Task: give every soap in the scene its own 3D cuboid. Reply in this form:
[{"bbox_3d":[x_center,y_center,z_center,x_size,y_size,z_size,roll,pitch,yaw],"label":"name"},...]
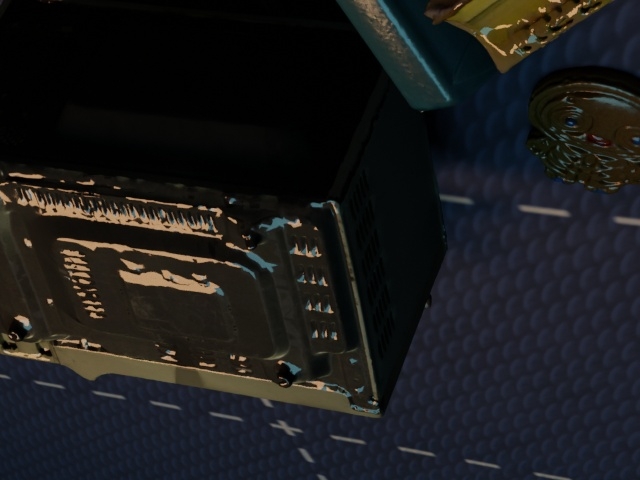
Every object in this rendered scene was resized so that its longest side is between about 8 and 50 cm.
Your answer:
[{"bbox_3d":[0.156,-0.207,1.154,0.076,0.135,0.233,25,155,-17],"label":"soap"}]

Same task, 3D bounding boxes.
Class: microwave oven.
[{"bbox_3d":[-0.107,-0.024,1.515,0.355,0.218,0.286,9,140,19],"label":"microwave oven"}]

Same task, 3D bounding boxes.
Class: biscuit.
[{"bbox_3d":[0.223,-0.082,1.515,0.124,0.026,0.175,16,156,5],"label":"biscuit"}]

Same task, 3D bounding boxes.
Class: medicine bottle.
[{"bbox_3d":[0.052,-0.198,1.301,0.079,0.124,0.258,-3,138,44],"label":"medicine bottle"}]

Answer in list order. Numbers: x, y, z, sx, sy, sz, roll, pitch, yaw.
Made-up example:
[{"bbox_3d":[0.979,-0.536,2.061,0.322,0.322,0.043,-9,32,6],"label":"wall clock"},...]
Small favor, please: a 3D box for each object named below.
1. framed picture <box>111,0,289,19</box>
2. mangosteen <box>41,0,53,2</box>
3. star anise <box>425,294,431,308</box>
[{"bbox_3d":[-0.151,-0.207,1.507,0.240,0.020,0.324,4,153,27],"label":"framed picture"},{"bbox_3d":[-0.165,-0.241,1.279,0.180,0.166,0.166,2,153,12],"label":"mangosteen"},{"bbox_3d":[0.000,0.000,1.734,0.272,0.102,0.272,17,122,30],"label":"star anise"}]
